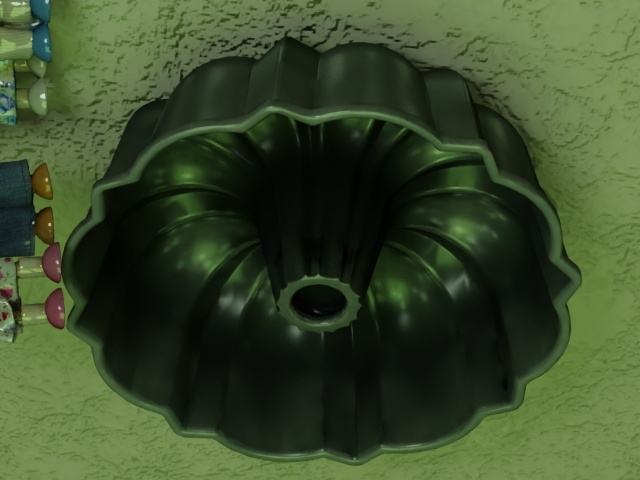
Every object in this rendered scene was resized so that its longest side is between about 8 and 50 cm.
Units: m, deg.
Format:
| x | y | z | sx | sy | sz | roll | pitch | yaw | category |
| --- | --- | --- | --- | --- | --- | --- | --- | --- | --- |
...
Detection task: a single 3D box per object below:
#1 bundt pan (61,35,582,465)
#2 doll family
| x | y | z | sx | sy | sz | roll | pitch | yaw | category |
| --- | --- | --- | --- | --- | --- | --- | --- | --- | --- |
| 0.000 | 0.000 | 1.119 | 0.331 | 0.124 | 0.331 | 1 | 134 | 1 | bundt pan |
| -0.250 | -0.046 | 1.054 | 0.163 | 0.118 | 0.263 | -3 | 92 | -14 | doll family |
